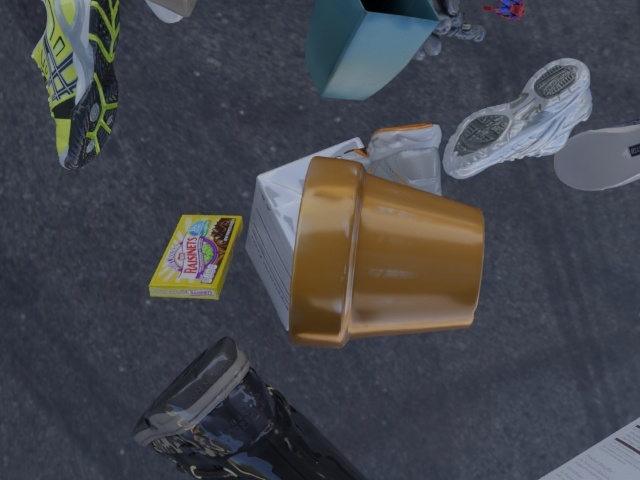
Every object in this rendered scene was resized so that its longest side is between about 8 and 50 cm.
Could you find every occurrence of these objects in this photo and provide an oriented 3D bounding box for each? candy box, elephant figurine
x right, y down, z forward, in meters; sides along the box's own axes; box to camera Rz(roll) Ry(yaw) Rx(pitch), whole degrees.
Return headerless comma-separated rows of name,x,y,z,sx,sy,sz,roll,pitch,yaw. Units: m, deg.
candy box,-0.191,0.022,1.372,0.105,0.206,0.027,0,123,7
elephant figurine,0.271,-0.530,2.031,0.239,0.169,0.186,-40,145,-37

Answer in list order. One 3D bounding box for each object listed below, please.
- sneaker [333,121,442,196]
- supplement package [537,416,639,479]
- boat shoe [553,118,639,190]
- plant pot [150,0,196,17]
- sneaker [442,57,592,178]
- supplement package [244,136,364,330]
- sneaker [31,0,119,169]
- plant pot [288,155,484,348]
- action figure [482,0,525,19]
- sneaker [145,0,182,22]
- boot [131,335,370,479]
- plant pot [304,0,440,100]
sneaker,0.083,-0.066,1.140,0.099,0.262,0.121,-7,84,-14
supplement package,0.337,0.233,0.765,0.244,0.134,0.139,-28,112,-12
boat shoe,0.639,-0.176,1.713,0.158,0.340,0.127,-8,89,-39
plant pot,-0.166,-0.320,0.917,0.109,0.096,0.109,23,79,-7
sneaker,0.282,-0.143,1.210,0.232,0.090,0.115,-32,134,11
supplement package,0.000,0.000,1.396,0.177,0.293,0.175,-23,74,-16
sneaker,-0.505,-0.338,1.785,0.147,0.145,0.385,12,104,10
plant pot,0.073,0.021,0.937,0.187,0.205,0.205,7,110,4
action figure,0.324,-0.408,1.523,0.115,0.030,0.038,0,109,-45
sneaker,-0.265,-0.412,1.298,0.080,0.094,0.212,-5,128,18
boot,-0.056,0.251,0.947,0.284,0.377,0.138,44,68,1
plant pot,0.072,-0.384,1.631,0.165,0.166,0.234,-1,144,-31
